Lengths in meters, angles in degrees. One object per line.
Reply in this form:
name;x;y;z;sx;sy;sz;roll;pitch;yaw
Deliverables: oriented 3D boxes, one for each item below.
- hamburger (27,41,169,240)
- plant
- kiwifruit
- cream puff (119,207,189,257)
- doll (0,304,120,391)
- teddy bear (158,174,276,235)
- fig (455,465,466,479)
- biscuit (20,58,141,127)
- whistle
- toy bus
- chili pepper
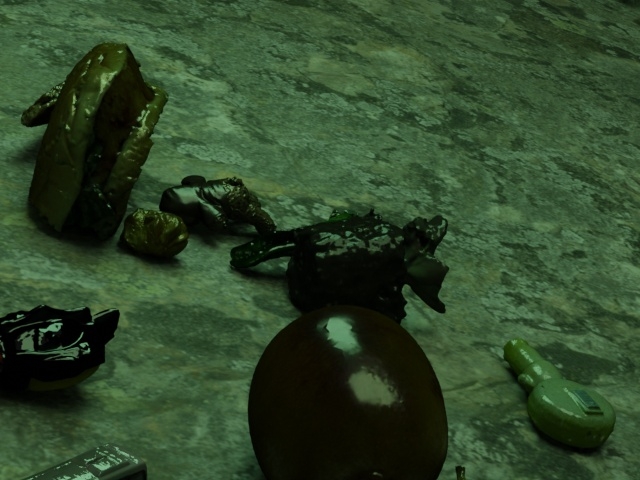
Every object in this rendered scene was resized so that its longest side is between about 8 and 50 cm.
hamburger;-0.276;-0.140;1.997;0.132;0.211;0.309;20;22;-7
plant;0.067;0.033;1.944;0.203;0.142;0.131;6;10;-16
kiwifruit;0.029;0.176;1.545;0.196;0.196;0.234;8;25;-21
cream puff;-0.205;-0.006;1.947;0.083;0.083;0.058;24;67;-12
doll;-0.315;0.112;1.583;0.249;0.088;0.127;-15;59;-36
teddy bear;-0.132;-0.052;2.065;0.160;0.078;0.119;3;31;-33
fig;0.199;0.279;1.588;0.093;0.093;0.166;10;6;-17
biscuit;-0.328;-0.208;2.157;0.026;0.131;0.237;50;12;1
whistle;0.279;0.175;1.883;0.104;0.057;0.198;6;27;-26
toy bus;-0.223;0.232;1.389;0.057;0.072;0.172;26;24;27
chili pepper;0.001;0.000;2.064;0.122;0.065;0.279;7;10;30
